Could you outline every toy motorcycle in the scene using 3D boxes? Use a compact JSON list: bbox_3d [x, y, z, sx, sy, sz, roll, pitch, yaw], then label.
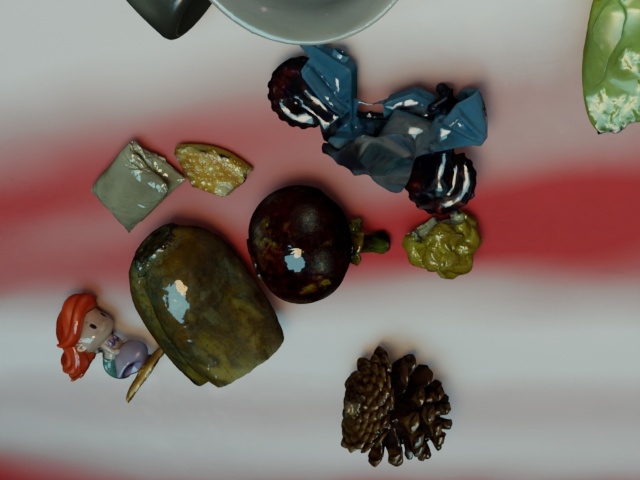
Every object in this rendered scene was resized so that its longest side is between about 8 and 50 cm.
[{"bbox_3d":[0.117,-0.222,1.324,0.416,0.172,0.232,33,120,1],"label":"toy motorcycle"}]

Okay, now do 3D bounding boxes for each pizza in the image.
[{"bbox_3d":[-0.215,-0.144,1.527,0.160,0.035,0.099,18,126,3],"label":"pizza"}]

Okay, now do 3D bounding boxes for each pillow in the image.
[{"bbox_3d":[-0.383,-0.110,1.569,0.134,0.078,0.181,42,127,-12],"label":"pillow"}]

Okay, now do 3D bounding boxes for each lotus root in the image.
[{"bbox_3d":[-0.255,0.127,1.606,0.251,0.250,0.346,-20,117,25],"label":"lotus root"}]

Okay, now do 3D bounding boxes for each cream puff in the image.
[{"bbox_3d":[0.233,0.017,1.465,0.156,0.156,0.121,-18,100,25],"label":"cream puff"}]

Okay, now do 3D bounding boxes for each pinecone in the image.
[{"bbox_3d":[0.166,0.374,1.670,0.264,0.264,0.264,7,126,10],"label":"pinecone"}]

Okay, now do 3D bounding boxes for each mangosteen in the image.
[{"bbox_3d":[0.000,0.000,1.483,0.289,0.231,0.231,-11,127,-16],"label":"mangosteen"}]

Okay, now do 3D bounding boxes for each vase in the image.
[{"bbox_3d":[-0.318,-0.492,1.243,0.321,0.173,0.173,38,125,-5],"label":"vase"}]

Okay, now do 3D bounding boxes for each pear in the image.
[{"bbox_3d":[0.539,-0.342,1.089,0.343,0.238,0.318,-8,110,26],"label":"pear"}]

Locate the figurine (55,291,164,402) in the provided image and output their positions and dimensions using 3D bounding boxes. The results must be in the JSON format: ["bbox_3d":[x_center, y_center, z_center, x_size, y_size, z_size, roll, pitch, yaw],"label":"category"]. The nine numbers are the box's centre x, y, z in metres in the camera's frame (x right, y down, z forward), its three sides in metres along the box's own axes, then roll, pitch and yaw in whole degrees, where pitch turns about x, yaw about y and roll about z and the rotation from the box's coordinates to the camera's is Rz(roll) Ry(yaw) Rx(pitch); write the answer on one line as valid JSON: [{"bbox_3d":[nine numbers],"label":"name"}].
[{"bbox_3d":[-0.517,0.257,1.805,0.257,0.181,0.208,35,154,-3],"label":"figurine"}]

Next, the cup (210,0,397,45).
[{"bbox_3d":[-0.015,-0.459,1.037,0.347,0.163,0.347,8,125,12],"label":"cup"}]
